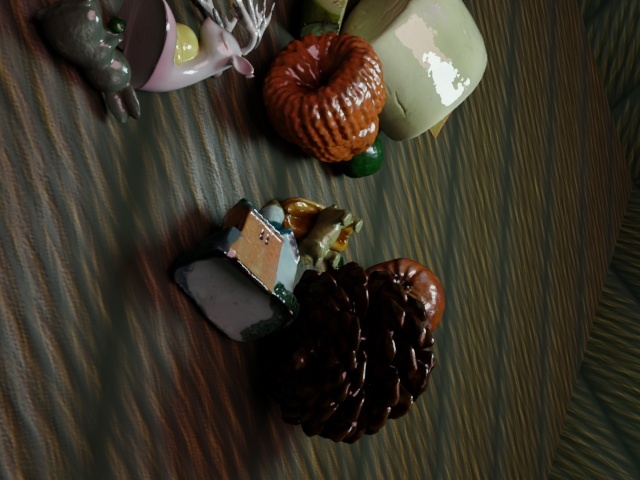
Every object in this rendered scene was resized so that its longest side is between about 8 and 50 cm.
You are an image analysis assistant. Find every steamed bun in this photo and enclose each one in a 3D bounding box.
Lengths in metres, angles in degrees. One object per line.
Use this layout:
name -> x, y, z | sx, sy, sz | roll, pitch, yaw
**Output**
steamed bun -> 0.266, -0.533, 1.810 | 0.371, 0.289, 0.456 | 51, 52, -31

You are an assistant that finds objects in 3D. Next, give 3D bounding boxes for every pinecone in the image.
pinecone -> 0.074, 0.236, 1.462 | 0.397, 0.397, 0.398 | 4, 84, -49

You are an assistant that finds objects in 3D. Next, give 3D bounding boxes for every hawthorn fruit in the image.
hawthorn fruit -> 0.205, 0.187, 1.761 | 0.242, 0.241, 0.272 | -57, 160, -34

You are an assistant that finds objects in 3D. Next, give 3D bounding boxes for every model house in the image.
model house -> -0.147, 0.028, 1.416 | 0.253, 0.184, 0.291 | 47, 40, -29

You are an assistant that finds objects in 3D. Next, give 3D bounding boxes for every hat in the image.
hat -> 0.017, -0.295, 1.608 | 0.400, 0.285, 0.285 | 77, 30, -61

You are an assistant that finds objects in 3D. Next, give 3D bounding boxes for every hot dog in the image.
hot dog -> -0.016, -0.040, 1.624 | 0.249, 0.068, 0.100 | 23, 84, -44

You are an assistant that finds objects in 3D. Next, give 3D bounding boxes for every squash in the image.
squash -> 0.022, -0.624, 1.656 | 0.203, 0.111, 0.289 | 109, -5, -78

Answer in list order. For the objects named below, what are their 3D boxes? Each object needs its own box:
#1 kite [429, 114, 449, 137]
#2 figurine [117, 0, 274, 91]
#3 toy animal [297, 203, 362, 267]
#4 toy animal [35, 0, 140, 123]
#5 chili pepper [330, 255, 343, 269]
kite -> 0.352, -0.517, 2.120 | 0.327, 0.013, 0.378 | -4, 92, -46
figurine -> -0.229, -0.439, 1.315 | 0.315, 0.206, 0.285 | -16, 110, -53
toy animal -> 0.000, 0.000, 1.541 | 0.219, 0.101, 0.103 | -57, 154, -18
toy animal -> -0.402, -0.332, 1.192 | 0.108, 0.138, 0.236 | -109, -175, -45
chili pepper -> 0.032, 0.127, 1.682 | 0.073, 0.050, 0.182 | 35, 60, -35
